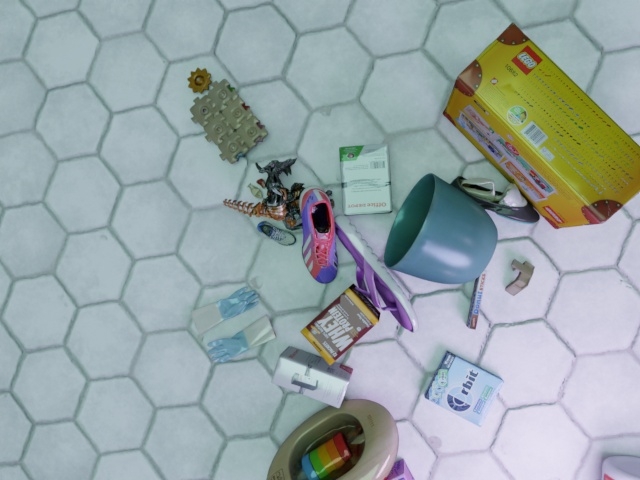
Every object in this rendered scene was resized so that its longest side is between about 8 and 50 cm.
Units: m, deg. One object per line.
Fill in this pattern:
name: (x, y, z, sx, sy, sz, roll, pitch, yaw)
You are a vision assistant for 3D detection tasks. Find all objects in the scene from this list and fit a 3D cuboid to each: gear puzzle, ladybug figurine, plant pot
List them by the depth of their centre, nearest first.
plant pot: (0.351, -0.008, 1.520, 0.235, 0.293, 0.293, 25, 93, -8)
ladybug figurine: (0.043, 0.656, 1.576, 0.449, 0.305, 0.162, -33, 128, 8)
gear puzzle: (-0.324, -0.414, 1.736, 0.175, 0.044, 0.339, -39, 82, 7)

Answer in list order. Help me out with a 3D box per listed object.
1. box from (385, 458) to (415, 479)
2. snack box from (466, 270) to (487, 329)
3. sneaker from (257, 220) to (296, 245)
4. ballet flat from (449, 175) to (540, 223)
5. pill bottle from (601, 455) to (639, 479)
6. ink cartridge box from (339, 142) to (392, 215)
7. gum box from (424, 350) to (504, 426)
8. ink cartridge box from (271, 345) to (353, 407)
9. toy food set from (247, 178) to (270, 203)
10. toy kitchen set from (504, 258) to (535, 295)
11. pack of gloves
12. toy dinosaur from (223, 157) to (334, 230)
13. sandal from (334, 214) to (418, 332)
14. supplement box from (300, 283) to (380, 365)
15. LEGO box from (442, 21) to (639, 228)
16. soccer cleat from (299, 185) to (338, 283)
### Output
box: (0.196, 0.821, 1.609, 0.243, 0.117, 0.213, -29, 86, 6)
snack box: (0.467, 0.174, 1.603, 0.022, 0.064, 0.178, 11, 91, 6)
sneaker: (-0.143, -0.019, 1.694, 0.135, 0.058, 0.052, 22, 93, 7)
ballet flat: (0.514, -0.124, 1.575, 0.280, 0.095, 0.096, 15, 129, 7)
pill bottle: (0.875, 0.804, 1.468, 0.210, 0.210, 0.363, 4, 91, 8)
ink cartridge box: (0.140, -0.182, 1.641, 0.153, 0.087, 0.208, -2, 88, 8)
gum box: (0.431, 0.445, 1.618, 0.184, 0.041, 0.157, 26, 93, 7)
ink cartridge box: (-0.022, 0.408, 1.622, 0.218, 0.158, 0.092, 20, 93, 8)
toy food set: (-0.169, -0.150, 1.718, 0.078, 0.019, 0.122, -39, 85, 6)
toy kitchen set: (0.583, 0.104, 1.606, 0.068, 0.075, 0.083, 35, 54, 4)
pack of gloves: (-0.277, 0.272, 1.728, 0.232, 0.046, 0.195, -25, 75, 4)
toy dinosaur: (-0.121, -0.135, 1.633, 0.322, 0.164, 0.218, -9, 98, -30)
sandal: (0.140, 0.113, 1.601, 0.102, 0.169, 0.416, -32, 73, -8)
supplement box: (0.065, 0.242, 1.593, 0.191, 0.194, 0.129, -43, 84, 6)
LEGO box: (0.581, -0.275, 1.438, 0.193, 0.372, 0.500, -43, 85, 5)
soccer cleat: (0.000, 0.000, 1.598, 0.108, 0.116, 0.318, -11, 113, -10)
